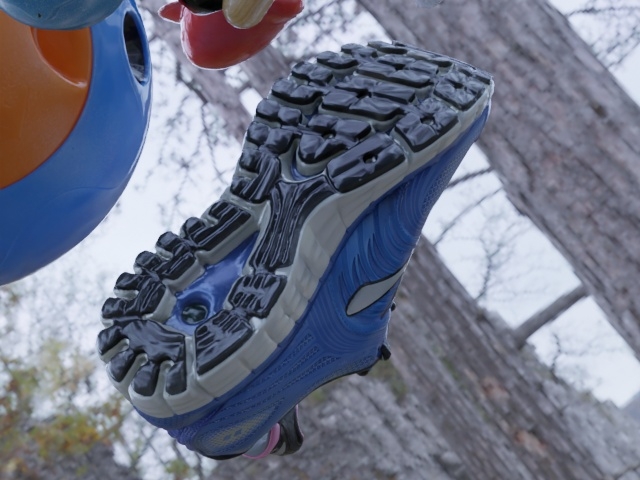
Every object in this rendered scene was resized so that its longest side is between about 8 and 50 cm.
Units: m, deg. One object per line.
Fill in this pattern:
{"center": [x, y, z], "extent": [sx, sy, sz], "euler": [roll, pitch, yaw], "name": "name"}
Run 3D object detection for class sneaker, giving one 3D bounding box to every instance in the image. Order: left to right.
{"center": [-0.039, 0.099, 0.735], "extent": [0.047, 0.119, 0.057], "euler": [-30, -33, 33], "name": "sneaker"}
{"center": [0.000, 0.000, 0.670], "extent": [0.330, 0.129, 0.147], "euler": [-48, -34, -23], "name": "sneaker"}

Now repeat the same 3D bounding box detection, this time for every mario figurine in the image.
{"center": [-0.104, -0.320, 0.956], "extent": [0.198, 0.321, 0.170], "euler": [1, 13, -10], "name": "mario figurine"}

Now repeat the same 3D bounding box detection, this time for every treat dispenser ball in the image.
{"center": [-0.257, -0.106, 0.694], "extent": [0.288, 0.288, 0.288], "euler": [-34, -20, -14], "name": "treat dispenser ball"}

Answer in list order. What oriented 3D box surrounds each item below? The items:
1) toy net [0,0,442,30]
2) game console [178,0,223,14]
{"center": [-0.033, -0.139, 0.387], "extent": [0.232, 0.045, 0.122], "euler": [-4, -53, 8], "name": "toy net"}
{"center": [0.025, -0.335, 0.450], "extent": [0.386, 0.342, 0.060], "euler": [-33, -22, 32], "name": "game console"}
